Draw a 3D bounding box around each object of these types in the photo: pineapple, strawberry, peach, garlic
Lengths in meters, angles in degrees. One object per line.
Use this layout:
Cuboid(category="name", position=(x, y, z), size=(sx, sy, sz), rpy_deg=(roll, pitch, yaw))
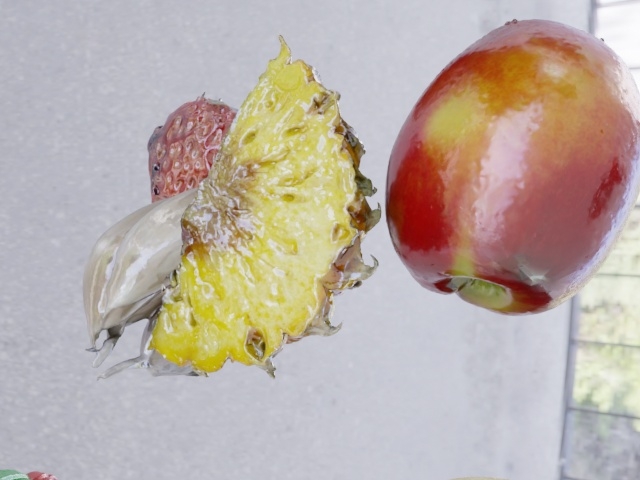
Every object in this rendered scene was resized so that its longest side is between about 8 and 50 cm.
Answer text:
Cuboid(category="pineapple", position=(-0.003, 0.005, 0.903), size=(0.164, 0.139, 0.250), rpy_deg=(30, 86, -57))
Cuboid(category="strawberry", position=(-0.209, -0.107, 1.932), size=(0.150, 0.253, 0.280), rpy_deg=(23, 106, -27))
Cuboid(category="peach", position=(0.151, -0.060, 0.924), size=(0.196, 0.189, 0.226), rpy_deg=(67, 42, -67))
Cuboid(category="garlic", position=(-0.154, 0.046, 1.400), size=(0.292, 0.237, 0.210), rpy_deg=(-45, 93, -3))

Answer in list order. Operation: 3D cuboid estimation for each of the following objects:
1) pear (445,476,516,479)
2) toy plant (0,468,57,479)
Cuboid(category="pear", position=(0.160, 0.400, 1.141), size=(0.348, 0.348, 0.348), rpy_deg=(-2, 93, -46))
Cuboid(category="toy plant", position=(-0.400, 0.346, 1.484), size=(0.240, 0.088, 0.155), rpy_deg=(41, 41, -57))
